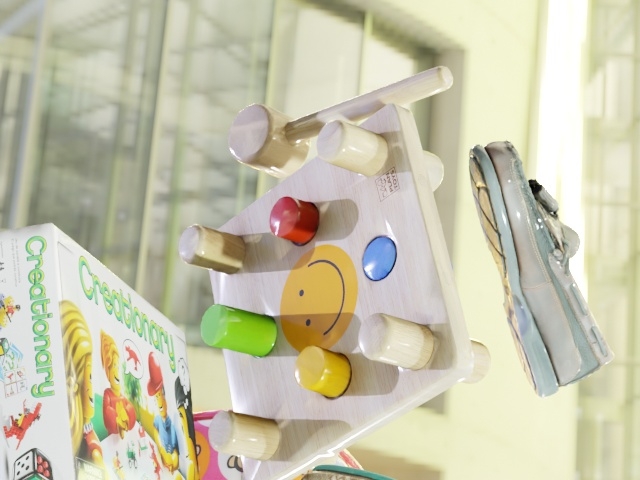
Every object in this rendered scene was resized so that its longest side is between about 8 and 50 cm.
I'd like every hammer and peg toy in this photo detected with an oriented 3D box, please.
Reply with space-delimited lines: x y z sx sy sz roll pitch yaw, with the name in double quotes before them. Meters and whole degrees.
"hammer and peg toy" 0.000 0.000 1.452 0.127 0.361 0.266 17 -39 -41

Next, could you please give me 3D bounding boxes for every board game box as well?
"board game box" -0.145 0.124 1.153 0.053 0.193 0.305 -10 -17 8

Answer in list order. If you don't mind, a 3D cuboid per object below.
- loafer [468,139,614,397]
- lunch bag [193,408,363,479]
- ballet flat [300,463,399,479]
"loafer" 0.195 0.017 1.495 0.084 0.096 0.267 -19 -55 -1
"lunch bag" -0.101 0.273 1.762 0.293 0.120 0.258 -8 -30 20
"ballet flat" 0.079 0.178 0.939 0.206 0.067 0.073 11 -25 17
